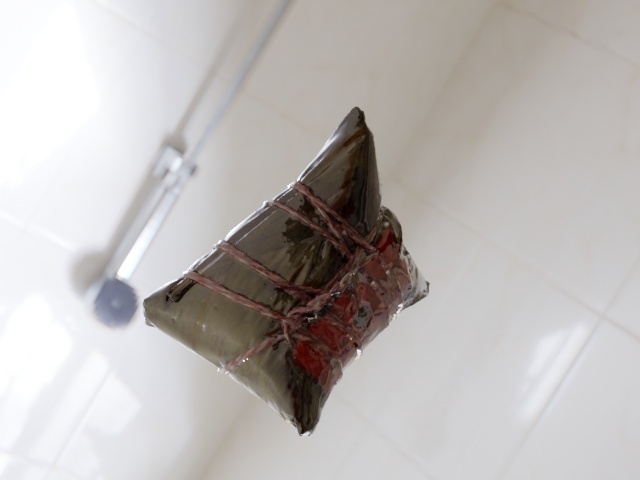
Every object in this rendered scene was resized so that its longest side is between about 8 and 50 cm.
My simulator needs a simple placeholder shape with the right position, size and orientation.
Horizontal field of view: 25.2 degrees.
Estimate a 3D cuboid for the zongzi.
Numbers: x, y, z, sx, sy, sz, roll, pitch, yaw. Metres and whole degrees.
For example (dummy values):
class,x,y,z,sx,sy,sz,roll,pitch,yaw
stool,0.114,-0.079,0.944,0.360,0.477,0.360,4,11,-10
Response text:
class,x,y,z,sx,sy,sz,roll,pitch,yaw
zongzi,0.000,0.000,0.398,0.083,0.073,0.067,-29,-137,-33
